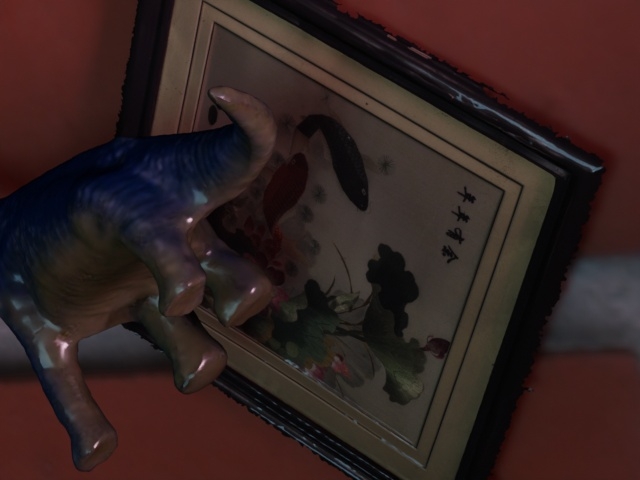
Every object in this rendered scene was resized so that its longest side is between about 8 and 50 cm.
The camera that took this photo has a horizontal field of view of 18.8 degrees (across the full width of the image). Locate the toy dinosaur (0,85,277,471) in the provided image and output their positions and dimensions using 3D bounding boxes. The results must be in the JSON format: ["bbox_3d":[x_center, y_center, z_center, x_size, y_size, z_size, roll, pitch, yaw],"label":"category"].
[{"bbox_3d":[-0.102,-0.026,0.746,0.188,0.075,0.247,49,141,16],"label":"toy dinosaur"}]

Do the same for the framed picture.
[{"bbox_3d":[0.000,0.000,0.729,0.199,0.010,0.195,32,132,20],"label":"framed picture"}]
